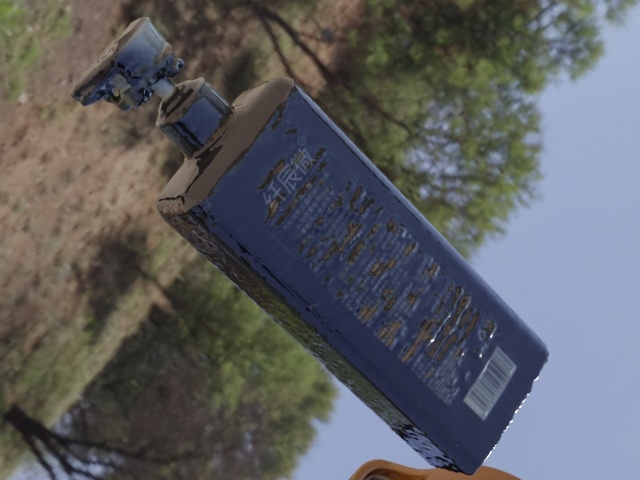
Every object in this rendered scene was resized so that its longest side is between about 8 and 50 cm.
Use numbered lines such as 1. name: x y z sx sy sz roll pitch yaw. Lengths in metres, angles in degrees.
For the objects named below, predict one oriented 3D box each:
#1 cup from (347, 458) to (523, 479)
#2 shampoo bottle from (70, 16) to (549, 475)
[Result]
1. cup: 0.086 0.301 0.895 0.182 0.226 0.264 -56 169 31
2. shampoo bottle: 0.000 -0.001 0.603 0.098 0.309 0.071 -53 -158 -20
